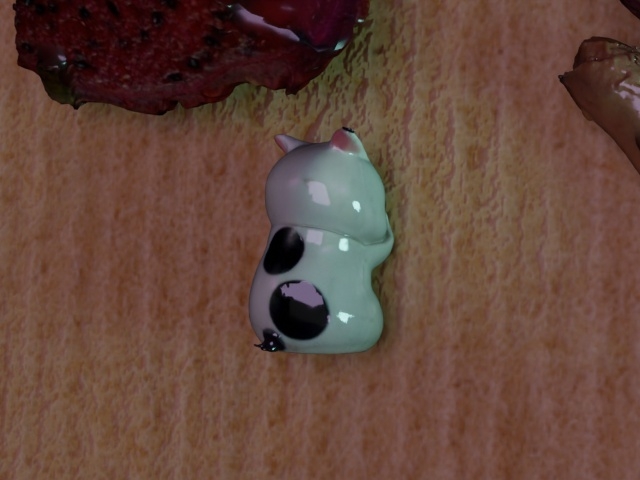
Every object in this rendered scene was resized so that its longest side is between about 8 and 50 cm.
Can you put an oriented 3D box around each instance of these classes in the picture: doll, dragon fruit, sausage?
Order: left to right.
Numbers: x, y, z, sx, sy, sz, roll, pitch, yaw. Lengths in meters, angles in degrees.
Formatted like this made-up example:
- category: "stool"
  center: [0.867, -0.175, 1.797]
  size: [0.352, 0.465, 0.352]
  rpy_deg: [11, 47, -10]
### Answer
- category: "dragon fruit"
  center: [-0.117, -0.208, 1.467]
  size: [0.330, 0.240, 0.302]
  rpy_deg: [35, 117, 27]
- category: "doll"
  center: [0.001, 0.007, 1.472]
  size: [0.110, 0.107, 0.181]
  rpy_deg: [2, 79, 42]
- category: "sausage"
  center: [0.288, -0.034, 1.382]
  size: [0.078, 0.078, 0.304]
  rpy_deg: [-38, 72, 14]

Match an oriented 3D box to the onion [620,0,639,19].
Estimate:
- category: "onion"
  center: [0.337, -0.298, 1.290]
  size: [0.347, 0.347, 0.285]
  rpy_deg: [-21, 36, 18]
